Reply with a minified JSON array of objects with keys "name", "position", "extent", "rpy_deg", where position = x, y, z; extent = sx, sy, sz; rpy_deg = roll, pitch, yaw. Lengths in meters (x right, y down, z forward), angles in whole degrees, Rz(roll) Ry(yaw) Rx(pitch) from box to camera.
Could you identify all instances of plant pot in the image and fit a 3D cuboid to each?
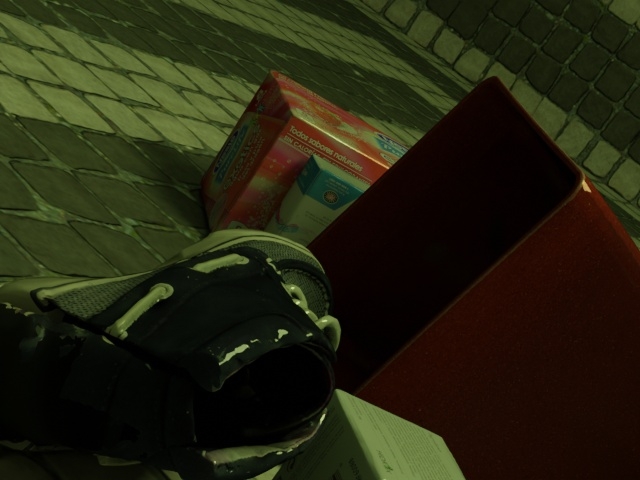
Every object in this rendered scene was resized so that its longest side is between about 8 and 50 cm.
[{"name":"plant pot","position":[0.137,0.077,1.066],"extent":[0.236,0.267,0.267],"rpy_deg":[43,11,-20]}]

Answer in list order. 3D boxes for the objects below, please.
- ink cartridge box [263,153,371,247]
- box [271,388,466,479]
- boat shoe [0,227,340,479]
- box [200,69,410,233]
[{"name":"ink cartridge box","position":[0.000,0.000,1.230],"extent":[0.088,0.122,0.052],"rpy_deg":[29,12,-20]},{"name":"box","position":[0.027,0.162,0.813],"extent":[0.087,0.101,0.102],"rpy_deg":[27,16,-25]},{"name":"boat shoe","position":[-0.041,0.071,0.833],"extent":[0.158,0.127,0.340],"rpy_deg":[12,13,27]},{"name":"box","position":[0.049,-0.018,1.347],"extent":[0.300,0.142,0.154],"rpy_deg":[29,15,-19]}]
